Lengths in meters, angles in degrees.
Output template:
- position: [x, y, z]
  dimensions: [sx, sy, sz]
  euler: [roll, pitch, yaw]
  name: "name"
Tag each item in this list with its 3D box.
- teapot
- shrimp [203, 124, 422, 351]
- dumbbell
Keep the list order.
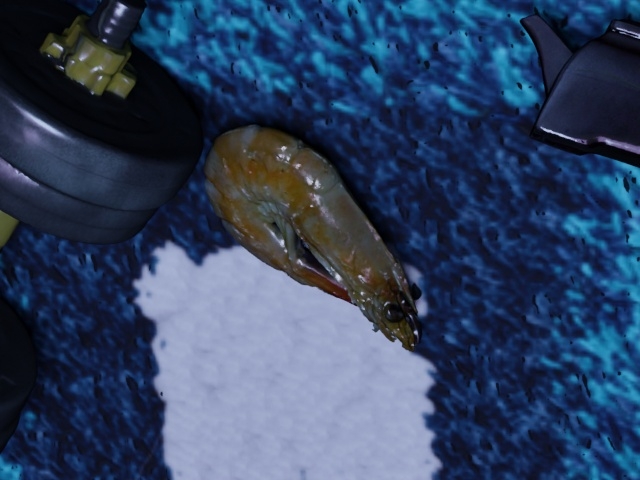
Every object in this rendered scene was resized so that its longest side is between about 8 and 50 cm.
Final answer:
- position: [0.198, -0.089, 1.140]
  dimensions: [0.177, 0.087, 0.096]
  euler: [19, 90, 5]
  name: "teapot"
- position: [0.000, 0.000, 1.239]
  dimensions: [0.190, 0.042, 0.101]
  euler: [46, 133, -7]
  name: "shrimp"
- position: [-0.219, -0.002, 1.206]
  dimensions: [0.185, 0.185, 0.388]
  euler: [36, 113, -2]
  name: "dumbbell"
